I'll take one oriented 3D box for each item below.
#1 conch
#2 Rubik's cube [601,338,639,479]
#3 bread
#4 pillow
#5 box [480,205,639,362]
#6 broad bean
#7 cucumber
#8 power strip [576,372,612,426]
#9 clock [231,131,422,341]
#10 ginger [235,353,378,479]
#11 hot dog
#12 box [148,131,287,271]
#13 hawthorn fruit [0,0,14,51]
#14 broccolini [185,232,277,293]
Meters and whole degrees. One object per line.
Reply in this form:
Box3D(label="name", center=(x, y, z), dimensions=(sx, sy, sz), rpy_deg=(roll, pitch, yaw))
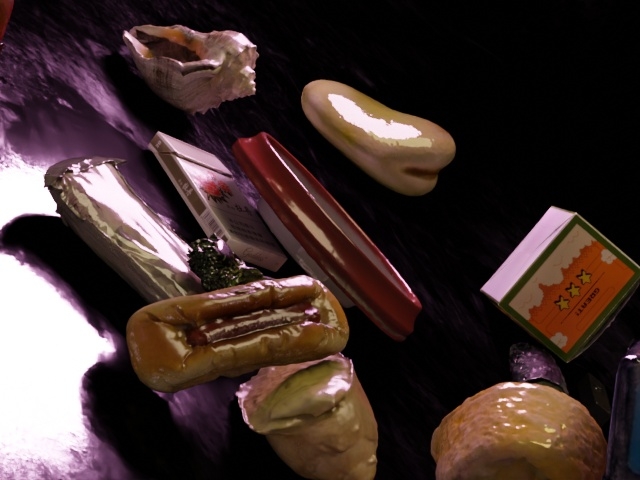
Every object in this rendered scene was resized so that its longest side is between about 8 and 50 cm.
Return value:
Box3D(label="conch", center=(-0.176, -0.240, 2.113), dimensions=(0.207, 0.130, 0.155), rpy_deg=(31, 0, 16))
Box3D(label="Rubik's cube", center=(0.453, 0.288, 1.554), dimensions=(0.362, 0.358, 0.363), rpy_deg=(8, 5, 14))
Box3D(label="bread", center=(0.205, 0.248, 1.665), dimensions=(0.197, 0.197, 0.170), rpy_deg=(39, 29, -9))
Box3D(label="pillow", center=(-0.174, 0.015, 1.600), dimensions=(0.255, 0.059, 0.169), rpy_deg=(45, 16, 5))
Box3D(label="box", center=(0.357, 0.064, 2.373), dimensions=(0.148, 0.177, 0.195), rpy_deg=(41, 1, -4))
Box3D(label="broad bean", center=(0.081, -0.164, 2.556), dimensions=(0.263, 0.121, 0.189), rpy_deg=(27, 22, 3))
Box3D(label="cucumber", center=(0.308, 0.184, 2.232), dimensions=(0.078, 0.062, 0.211), rpy_deg=(40, 16, -6))
Box3D(label="power strip", center=(0.406, 0.234, 2.378), dimensions=(0.038, 0.029, 0.111), rpy_deg=(38, 17, -11))
Box3D(label="clock", center=(0.000, 0.000, 1.950), dimensions=(0.318, 0.080, 0.318), rpy_deg=(47, 4, -5))
Box3D(label="ginger", center=(-0.003, 0.171, 1.554), dimensions=(0.122, 0.115, 0.193), rpy_deg=(59, 4, -16))
Box3D(label="hot dog", center=(-0.066, 0.081, 1.496), dimensions=(0.242, 0.073, 0.084), rpy_deg=(-8, 74, -38))
Box3D(label="box", center=(-0.124, -0.047, 1.918), dimensions=(0.109, 0.029, 0.198), rpy_deg=(21, 27, -50))
Box3D(label="hawthorn fruit", center=(-0.380, -0.244, 1.670), dimensions=(0.148, 0.148, 0.172), rpy_deg=(48, -1, 20))
Box3D(label="broccolini", center=(-0.065, 0.048, 1.648), dimensions=(0.058, 0.071, 0.254), rpy_deg=(6, -10, 26))
